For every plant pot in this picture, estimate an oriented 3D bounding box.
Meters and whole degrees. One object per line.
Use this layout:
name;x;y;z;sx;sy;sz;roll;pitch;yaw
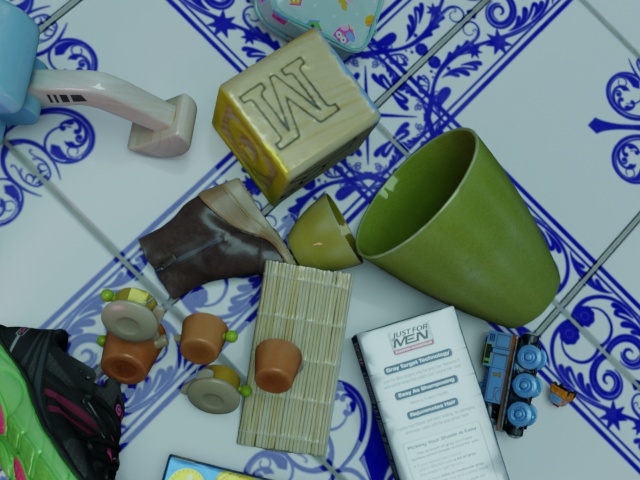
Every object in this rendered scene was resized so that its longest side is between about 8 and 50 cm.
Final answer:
plant pot;0.258;0.008;1.511;0.293;0.275;0.275;40;74;-19
plant pot;0.000;0.000;1.521;0.095;0.134;0.134;-27;84;8

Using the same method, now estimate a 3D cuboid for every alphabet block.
alphabet block;-0.046;-0.204;1.512;0.197;0.192;0.193;-35;85;-17

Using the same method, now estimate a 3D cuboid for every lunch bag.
lunch bag;0.016;-0.467;1.603;0.224;0.108;0.279;24;77;-27

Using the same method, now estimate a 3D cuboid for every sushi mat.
sushi mat;-0.041;0.197;1.474;0.151;0.019;0.316;8;93;-10

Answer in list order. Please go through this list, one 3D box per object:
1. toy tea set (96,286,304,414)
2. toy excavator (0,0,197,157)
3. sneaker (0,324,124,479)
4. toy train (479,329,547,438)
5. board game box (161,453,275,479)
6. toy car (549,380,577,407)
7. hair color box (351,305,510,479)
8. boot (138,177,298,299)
toy tea set;-0.193;0.161;1.415;0.336;0.200;0.124;22;41;-10
toy excavator;-0.467;-0.247;1.397;0.445;0.433;0.222;2;70;17
sneaker;-0.353;0.281;1.276;0.202;0.185;0.483;-8;46;-37
toy train;0.325;0.244;1.541;0.105;0.080;0.184;9;84;24
board game box;-0.132;0.522;1.399;0.302;0.086;0.308;16;76;-8
toy car;0.392;0.257;1.590;0.122;0.060;0.040;28;94;20
hair color box;0.185;0.299;1.486;0.174;0.105;0.347;-16;83;-5
boot;-0.160;0.041;1.511;0.207;0.090;0.248;-35;92;-1
